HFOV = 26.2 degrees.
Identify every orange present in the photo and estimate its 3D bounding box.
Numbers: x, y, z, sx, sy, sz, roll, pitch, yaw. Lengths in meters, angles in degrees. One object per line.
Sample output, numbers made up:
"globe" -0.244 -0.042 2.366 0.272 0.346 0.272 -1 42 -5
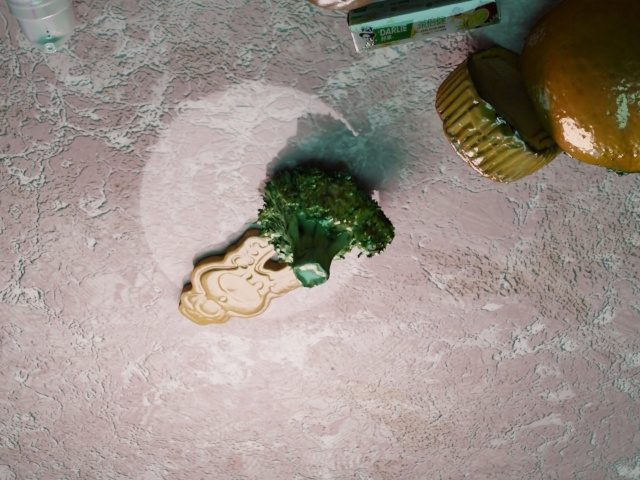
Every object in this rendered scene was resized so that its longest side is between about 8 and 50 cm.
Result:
"orange" 0.445 -0.218 1.807 0.310 0.274 0.274 17 131 -31

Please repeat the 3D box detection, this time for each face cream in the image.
"face cream" -0.385 -0.402 1.734 0.102 0.102 0.346 -6 133 6

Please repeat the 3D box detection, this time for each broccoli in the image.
"broccoli" 0.000 0.000 2.040 0.219 0.194 0.194 1 133 7

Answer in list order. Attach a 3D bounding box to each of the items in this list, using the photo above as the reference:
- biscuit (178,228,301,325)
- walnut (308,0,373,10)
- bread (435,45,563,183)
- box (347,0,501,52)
"biscuit" -0.131 0.068 2.212 0.236 0.040 0.144 -34 118 25
"walnut" 0.009 -0.412 1.637 0.273 0.227 0.273 0 129 0
"bread" 0.246 -0.168 1.882 0.199 0.199 0.104 29 130 -24
"box" 0.140 -0.303 1.862 0.207 0.041 0.050 -10 135 10
